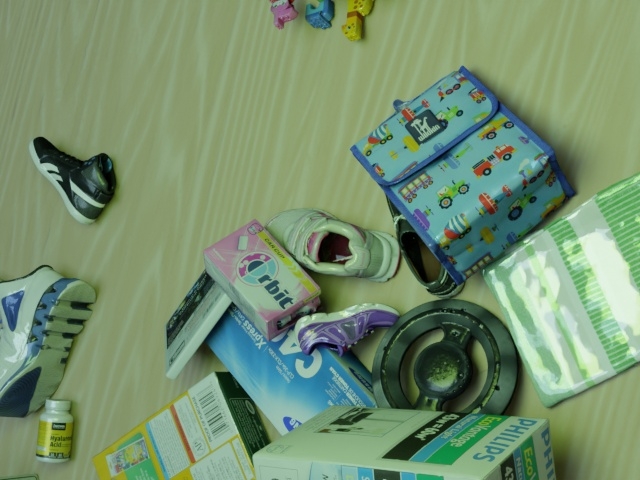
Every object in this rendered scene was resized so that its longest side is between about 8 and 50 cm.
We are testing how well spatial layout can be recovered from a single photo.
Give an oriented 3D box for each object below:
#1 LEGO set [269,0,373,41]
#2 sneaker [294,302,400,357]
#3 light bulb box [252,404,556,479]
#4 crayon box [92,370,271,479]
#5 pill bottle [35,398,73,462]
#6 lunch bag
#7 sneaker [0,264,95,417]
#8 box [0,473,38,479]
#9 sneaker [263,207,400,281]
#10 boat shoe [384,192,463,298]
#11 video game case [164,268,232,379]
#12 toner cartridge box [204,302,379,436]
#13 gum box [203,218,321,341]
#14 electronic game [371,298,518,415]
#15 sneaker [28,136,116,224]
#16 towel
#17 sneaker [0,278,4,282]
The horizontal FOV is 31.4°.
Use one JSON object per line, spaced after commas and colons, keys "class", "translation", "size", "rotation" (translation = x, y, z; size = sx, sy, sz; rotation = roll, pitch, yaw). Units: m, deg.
{"class": "LEGO set", "translation": [0.025, -0.380, 1.892], "size": [0.227, 0.087, 0.093], "rotation": [-11, 64, 32]}
{"class": "sneaker", "translation": [0.046, 0.146, 1.799], "size": [0.169, 0.068, 0.071], "rotation": [-13, 66, -1]}
{"class": "light bulb box", "translation": [0.134, 0.437, 1.594], "size": [0.361, 0.225, 0.358], "rotation": [-2, 102, 34]}
{"class": "crayon box", "translation": [-0.235, 0.392, 1.982], "size": [0.323, 0.083, 0.203], "rotation": [-36, 66, 25]}
{"class": "pill bottle", "translation": [-0.507, 0.363, 2.177], "size": [0.065, 0.065, 0.116], "rotation": [2, 86, 34]}
{"class": "lunch bag", "translation": [0.198, -0.120, 1.715], "size": [0.221, 0.138, 0.293], "rotation": [-38, 53, 3]}
{"class": "sneaker", "translation": [-0.575, 0.178, 2.221], "size": [0.182, 0.127, 0.316], "rotation": [34, 97, 35]}
{"class": "box", "translation": [-0.644, 0.535, 2.114], "size": [0.087, 0.290, 0.169], "rotation": [-27, 70, 29]}
{"class": "sneaker", "translation": [0.000, 0.000, 1.852], "size": [0.252, 0.111, 0.103], "rotation": [11, 90, 34]}
{"class": "boat shoe", "translation": [0.152, -0.022, 1.775], "size": [0.084, 0.079, 0.233], "rotation": [-33, 64, 27]}
{"class": "video game case", "translation": [-0.212, 0.125, 1.975], "size": [0.190, 0.022, 0.173], "rotation": [-54, 22, 17]}
{"class": "toner cartridge box", "translation": [-0.039, 0.212, 1.877], "size": [0.348, 0.075, 0.165], "rotation": [46, 110, 28]}
{"class": "gum box", "translation": [-0.092, 0.066, 1.845], "size": [0.107, 0.062, 0.188], "rotation": [-32, 60, -21]}
{"class": "electronic game", "translation": [0.186, 0.197, 1.720], "size": [0.229, 0.048, 0.229], "rotation": [-9, 64, 20]}
{"class": "sneaker", "translation": [-0.468, -0.147, 2.210], "size": [0.121, 0.079, 0.217], "rotation": [-44, 71, 18]}
{"class": "towel", "translation": [0.404, 0.059, 1.622], "size": [0.325, 0.038, 0.248], "rotation": [-32, 69, 27]}
{"class": "sneaker", "translation": [-0.707, 0.109, 2.342], "size": [0.152, 0.058, 0.085], "rotation": [10, 84, 38]}
